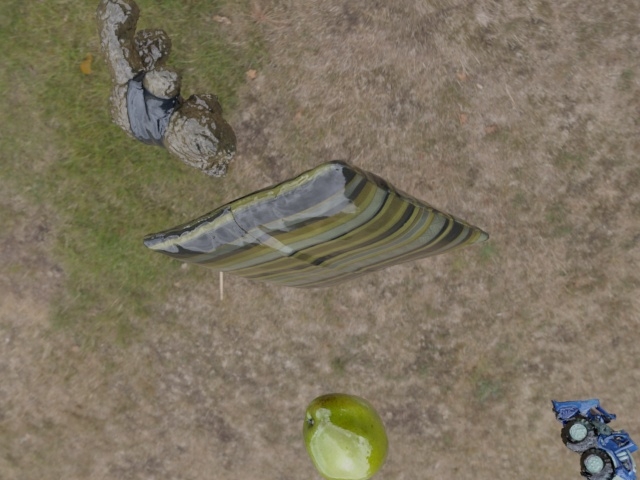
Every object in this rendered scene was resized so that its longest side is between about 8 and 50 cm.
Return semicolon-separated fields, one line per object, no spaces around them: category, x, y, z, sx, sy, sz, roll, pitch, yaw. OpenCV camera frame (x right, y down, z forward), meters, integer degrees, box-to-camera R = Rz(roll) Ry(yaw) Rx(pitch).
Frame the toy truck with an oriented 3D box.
toy truck;0.620;0.442;1.261;0.126;0.208;0.113;-41;128;18

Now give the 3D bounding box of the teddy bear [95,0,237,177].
teddy bear;-0.212;-0.183;0.743;0.129;0.182;0.251;-40;79;7

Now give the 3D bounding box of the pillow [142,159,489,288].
pillow;0.000;0.000;0.472;0.208;0.052;0.212;-16;157;38

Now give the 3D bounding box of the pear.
pear;0.022;0.197;0.567;0.092;0.092;0.097;-37;95;23
